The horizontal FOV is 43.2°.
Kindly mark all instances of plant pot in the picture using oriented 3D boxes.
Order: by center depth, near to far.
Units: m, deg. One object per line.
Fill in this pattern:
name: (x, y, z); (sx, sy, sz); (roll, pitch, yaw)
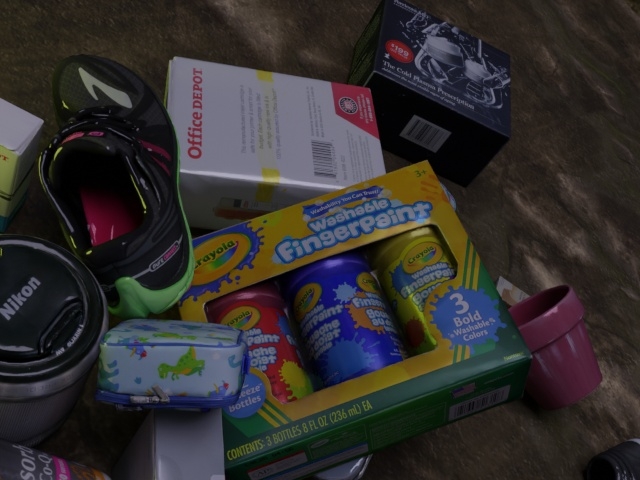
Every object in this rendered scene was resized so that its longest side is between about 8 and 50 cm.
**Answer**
plant pot: (0.428, 0.210, 1.523); (0.201, 0.201, 0.180); (-31, 91, -42)

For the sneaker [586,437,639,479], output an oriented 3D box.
sneaker: (0.576, 0.500, 1.438); (0.146, 0.105, 0.296); (0, 50, -28)

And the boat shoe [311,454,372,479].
boat shoe: (0.076, 0.243, 1.320); (0.135, 0.156, 0.367); (11, 58, 14)

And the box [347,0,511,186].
box: (0.244, -0.346, 1.843); (0.343, 0.179, 0.313); (23, 46, -13)

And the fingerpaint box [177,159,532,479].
fingerpaint box: (0.028, 0.121, 1.212); (0.444, 0.163, 0.371); (-18, 56, -5)

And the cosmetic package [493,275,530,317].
cosmetic package: (0.398, 0.132, 1.656); (0.115, 0.041, 0.060); (33, 46, -4)

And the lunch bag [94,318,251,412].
lunch bag: (-0.174, 0.149, 0.995); (0.175, 0.219, 0.090); (2, 91, -4)

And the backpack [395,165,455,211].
backpack: (0.178, -0.064, 1.614); (0.166, 0.144, 0.188); (40, 43, 11)

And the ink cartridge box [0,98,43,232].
ink cartridge box: (-0.514, -0.126, 1.216); (0.148, 0.203, 0.086); (27, 47, -9)

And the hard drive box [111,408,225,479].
hard drive box: (-0.199, 0.336, 1.021); (0.089, 0.232, 0.181); (9, 53, -24)

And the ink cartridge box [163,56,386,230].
ink cartridge box: (-0.095, -0.159, 1.461); (0.384, 0.160, 0.279); (7, 52, -16)

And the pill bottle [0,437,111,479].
pill bottle: (-0.390, 0.310, 0.930); (0.278, 0.162, 0.162); (31, 43, -33)

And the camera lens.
camera lens: (-0.401, 0.141, 1.025); (0.219, 0.274, 0.220); (16, 50, -19)

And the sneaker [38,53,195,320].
sneaker: (-0.302, -0.121, 1.173); (0.185, 0.202, 0.483); (-25, 57, -1)
